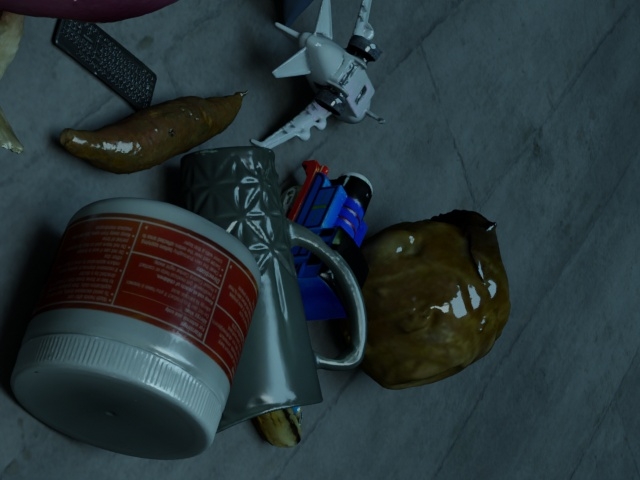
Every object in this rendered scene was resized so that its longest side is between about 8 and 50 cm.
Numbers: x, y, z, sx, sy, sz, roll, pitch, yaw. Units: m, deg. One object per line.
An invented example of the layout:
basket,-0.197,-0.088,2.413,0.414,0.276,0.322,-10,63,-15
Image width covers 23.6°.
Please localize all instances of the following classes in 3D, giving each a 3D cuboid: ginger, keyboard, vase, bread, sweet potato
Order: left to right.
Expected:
keyboard,-0.223,-0.189,1.607,0.155,0.010,0.053,38,56,-48
sweet potato,-0.160,-0.119,1.636,0.314,0.072,0.066,-27,115,-53
vase,-0.075,0.053,1.650,0.251,0.156,0.301,-5,85,-14
bread,-0.055,0.185,1.767,0.072,0.053,0.106,-86,156,-59
ginger,0.118,0.078,1.926,0.223,0.269,0.200,-18,92,-17

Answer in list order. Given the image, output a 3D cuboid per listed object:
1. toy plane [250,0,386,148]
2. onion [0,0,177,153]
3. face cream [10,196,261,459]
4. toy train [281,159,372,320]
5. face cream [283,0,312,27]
toy plane,0.020,-0.194,1.868,0.251,0.101,0.255,-57,154,-7
onion,-0.259,-0.311,1.314,0.358,0.345,0.358,44,18,-18
face cream,-0.173,0.085,1.467,0.201,0.201,0.187,47,48,-43
toy train,0.000,0.000,1.805,0.083,0.131,0.204,56,42,-35
face cream,-0.001,-0.356,1.725,0.135,0.086,0.385,-53,173,-12
